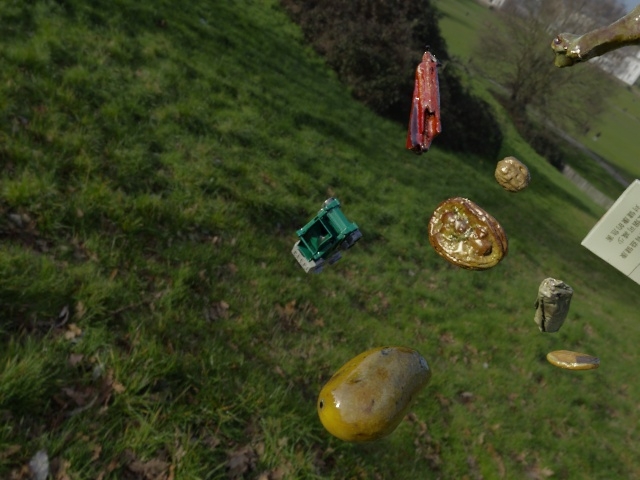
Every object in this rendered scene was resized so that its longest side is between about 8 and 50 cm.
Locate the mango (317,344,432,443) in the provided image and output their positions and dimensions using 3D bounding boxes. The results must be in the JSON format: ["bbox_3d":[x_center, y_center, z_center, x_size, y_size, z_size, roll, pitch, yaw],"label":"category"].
[{"bbox_3d":[0.140,0.354,1.306,0.329,0.177,0.175,-33,24,-29],"label":"mango"}]

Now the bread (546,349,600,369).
[{"bbox_3d":[0.555,0.262,1.190,0.110,0.025,0.110,3,4,0],"label":"bread"}]

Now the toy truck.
[{"bbox_3d":[0.000,0.000,1.234,0.116,0.216,0.110,-30,78,-26],"label":"toy truck"}]

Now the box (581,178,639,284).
[{"bbox_3d":[0.568,0.026,0.868,0.245,0.139,0.035,38,26,16],"label":"box"}]

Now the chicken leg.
[{"bbox_3d":[0.704,-0.460,1.148,0.140,0.361,0.211,60,2,-15],"label":"chicken leg"}]

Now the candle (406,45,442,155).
[{"bbox_3d":[0.246,-0.336,1.277,0.059,0.084,0.302,40,49,-52],"label":"candle"}]

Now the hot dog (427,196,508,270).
[{"bbox_3d":[0.459,-0.018,1.710,0.122,0.196,0.272,13,25,-45],"label":"hot dog"}]

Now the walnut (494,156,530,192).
[{"bbox_3d":[0.492,-0.169,1.396,0.096,0.082,0.079,43,54,-2],"label":"walnut"}]

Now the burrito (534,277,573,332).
[{"bbox_3d":[0.417,0.118,0.979,0.058,0.188,0.045,-5,59,14],"label":"burrito"}]
